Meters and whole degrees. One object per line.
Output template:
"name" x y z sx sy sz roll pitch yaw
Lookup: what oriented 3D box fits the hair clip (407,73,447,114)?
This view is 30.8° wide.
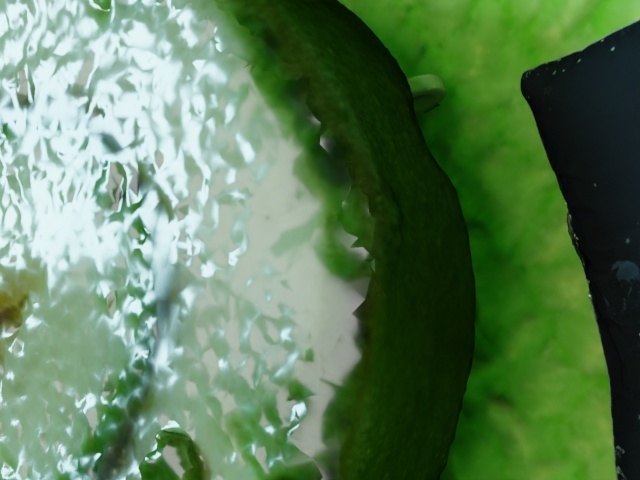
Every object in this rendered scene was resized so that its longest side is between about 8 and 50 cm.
"hair clip" 0.000 0.000 0.609 0.072 0.034 0.225 30 107 34

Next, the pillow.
"pillow" 0.159 0.002 0.469 0.141 0.055 0.208 -23 74 42

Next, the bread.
"bread" -0.111 0.029 0.581 0.382 0.129 0.366 31 106 30
